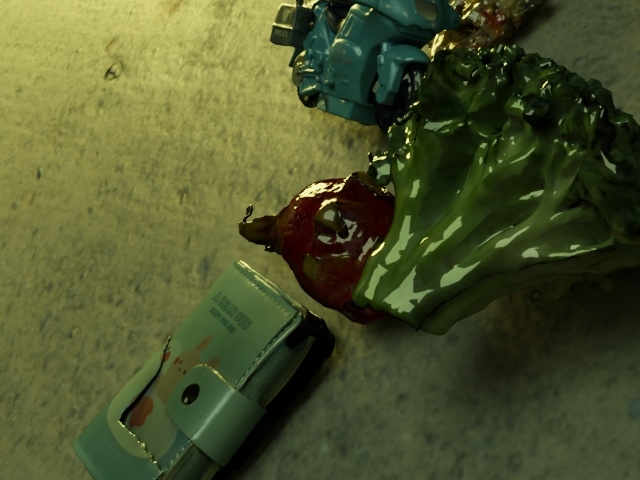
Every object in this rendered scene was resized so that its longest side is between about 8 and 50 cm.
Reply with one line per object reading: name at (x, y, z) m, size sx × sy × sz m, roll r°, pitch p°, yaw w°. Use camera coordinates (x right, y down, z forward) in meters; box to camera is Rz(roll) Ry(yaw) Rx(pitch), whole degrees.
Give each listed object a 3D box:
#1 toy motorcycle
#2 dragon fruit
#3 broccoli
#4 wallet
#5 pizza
toy motorcycle at (0.042, -0.211, 1.176) m, size 0.272 × 0.123 × 0.182 m, roll 28°, pitch 106°, yaw 59°
dragon fruit at (0.000, 0.000, 1.070) m, size 0.246 × 0.125 × 0.125 m, roll 8°, pitch 66°, yaw 52°
broccoli at (0.143, -0.015, 0.885) m, size 0.245 × 0.248 × 0.288 m, roll -54°, pitch -4°, yaw -1°
wallet at (-0.112, 0.143, 1.080) m, size 0.250 × 0.075 × 0.176 m, roll -50°, pitch 34°, yaw -6°
pizza at (0.146, -0.214, 1.179) m, size 0.185 × 0.052 × 0.195 m, roll -7°, pitch 54°, yaw 41°
